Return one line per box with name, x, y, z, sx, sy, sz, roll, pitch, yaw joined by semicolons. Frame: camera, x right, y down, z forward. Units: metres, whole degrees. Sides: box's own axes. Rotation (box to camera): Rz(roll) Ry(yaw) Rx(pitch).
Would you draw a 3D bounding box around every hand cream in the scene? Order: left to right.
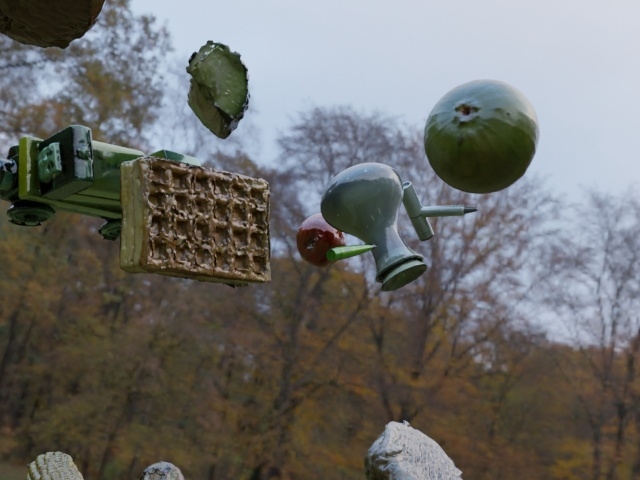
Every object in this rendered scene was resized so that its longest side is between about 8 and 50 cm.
hand cream;0.056;0.019;1.584;0.036;0.023;0.122;-7;3;39

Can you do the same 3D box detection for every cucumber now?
cucumber;-0.188;-0.274;1.642;0.145;0.105;0.325;54;-10;-6

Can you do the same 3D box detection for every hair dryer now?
hair dryer;0.295;-0.087;2.136;0.183;0.044;0.155;-15;-64;29

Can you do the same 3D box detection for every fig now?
fig;0.419;-0.250;2.232;0.316;0.316;0.316;13;-17;4

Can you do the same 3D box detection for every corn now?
corn;-0.436;0.429;1.469;0.101;0.101;0.292;21;-9;-23

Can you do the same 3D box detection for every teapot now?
teapot;0.118;-0.028;1.786;0.184;0.250;0.183;-24;-21;-10

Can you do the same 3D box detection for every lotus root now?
lotus root;-0.321;0.539;1.817;0.108;0.094;0.190;47;-29;40

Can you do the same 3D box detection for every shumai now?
shumai;0.167;0.582;1.862;0.267;0.262;0.314;29;17;-25

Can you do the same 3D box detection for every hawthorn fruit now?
hawthorn fruit;0.000;0.000;1.957;0.128;0.128;0.128;13;-17;4

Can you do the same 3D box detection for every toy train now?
toy train;-0.428;-0.110;1.698;0.253;0.160;0.397;-16;-18;38

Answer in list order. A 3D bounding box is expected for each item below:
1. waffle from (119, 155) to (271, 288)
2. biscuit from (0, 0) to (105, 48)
waffle;-0.223;-0.029;1.594;0.091;0.212;0.308;-14;-16;42
biscuit;-0.384;-0.353;1.053;0.296;0.075;0.296;16;-40;14
